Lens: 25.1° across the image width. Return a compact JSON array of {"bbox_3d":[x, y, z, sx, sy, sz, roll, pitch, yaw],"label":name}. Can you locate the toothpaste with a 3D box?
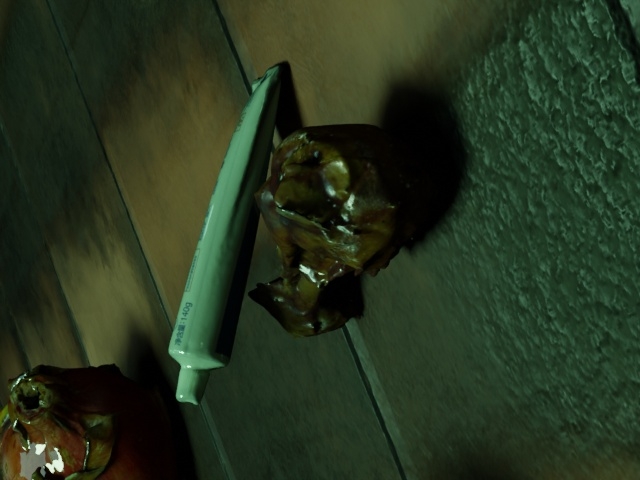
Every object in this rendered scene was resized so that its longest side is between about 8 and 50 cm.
[{"bbox_3d":[-0.071,-0.006,1.110,0.069,0.047,0.268,48,-127,-71],"label":"toothpaste"}]

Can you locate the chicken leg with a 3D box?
[{"bbox_3d":[0.000,0.000,1.015,0.304,0.113,0.093,117,159,-67],"label":"chicken leg"}]

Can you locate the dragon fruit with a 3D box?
[{"bbox_3d":[-0.279,0.269,1.742,0.250,0.250,0.315,29,147,60],"label":"dragon fruit"}]
